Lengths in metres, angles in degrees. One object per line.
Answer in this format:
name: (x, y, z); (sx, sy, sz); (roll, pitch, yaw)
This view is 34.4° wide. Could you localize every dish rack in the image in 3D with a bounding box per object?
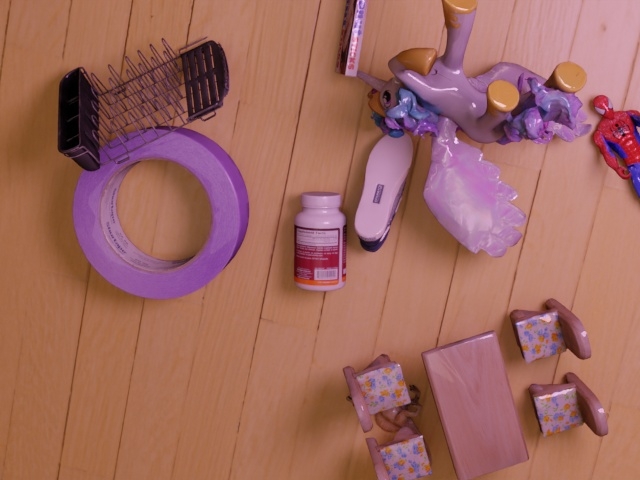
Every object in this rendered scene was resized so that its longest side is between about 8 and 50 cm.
dish rack: (-0.272, -0.227, 1.600); (0.271, 0.208, 0.074); (-24, 135, 10)

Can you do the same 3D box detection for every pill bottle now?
pill bottle: (0.000, 0.000, 1.663); (0.086, 0.086, 0.152); (2, 100, 6)

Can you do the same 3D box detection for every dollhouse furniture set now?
dollhouse furniture set: (0.270, 0.345, 1.579); (0.362, 0.256, 0.394); (-18, 104, -2)

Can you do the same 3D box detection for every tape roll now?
tape roll: (-0.258, -0.047, 1.682); (0.274, 0.090, 0.275); (1, 101, 6)

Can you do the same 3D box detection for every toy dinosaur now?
toy dinosaur: (0.135, 0.291, 1.728); (0.183, 0.053, 0.093); (35, 117, 7)

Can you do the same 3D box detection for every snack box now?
snack box: (0.053, -0.346, 1.603); (0.022, 0.064, 0.178); (6, 102, -14)

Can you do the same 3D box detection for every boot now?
boot: (0.099, -0.078, 1.652); (0.069, 0.086, 0.190); (19, 74, 11)

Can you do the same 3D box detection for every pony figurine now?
pony figurine: (0.229, -0.186, 1.491); (0.351, 0.363, 0.303); (34, 75, -5)

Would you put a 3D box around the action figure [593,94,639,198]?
action figure: (0.501, -0.102, 1.565); (0.091, 0.139, 0.280); (-35, 92, 10)
